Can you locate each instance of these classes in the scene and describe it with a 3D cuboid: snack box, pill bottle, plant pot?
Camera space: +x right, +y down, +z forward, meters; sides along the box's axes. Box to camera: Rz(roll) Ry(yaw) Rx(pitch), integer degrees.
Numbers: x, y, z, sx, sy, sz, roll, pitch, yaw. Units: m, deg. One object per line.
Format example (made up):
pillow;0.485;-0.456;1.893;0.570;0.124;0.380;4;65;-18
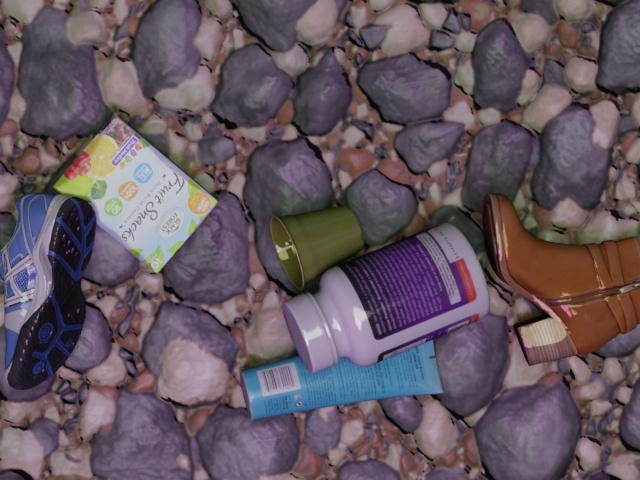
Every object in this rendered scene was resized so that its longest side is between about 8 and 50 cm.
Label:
snack box;-0.190;-0.048;1.810;0.141;0.037;0.100;41;90;-3
pill bottle;0.064;0.063;1.777;0.193;0.108;0.108;-22;92;-11
plant pot;0.000;0.000;1.806;0.079;0.083;0.083;-20;92;-15

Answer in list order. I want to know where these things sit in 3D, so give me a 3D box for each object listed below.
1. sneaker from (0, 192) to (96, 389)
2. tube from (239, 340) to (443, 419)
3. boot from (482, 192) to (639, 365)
sneaker;-0.290;0.050;1.798;0.081;0.080;0.211;19;98;32
tube;0.022;0.140;1.821;0.207;0.052;0.080;-11;94;-8
boot;0.258;0.021;1.818;0.152;0.073;0.197;-20;104;-1
